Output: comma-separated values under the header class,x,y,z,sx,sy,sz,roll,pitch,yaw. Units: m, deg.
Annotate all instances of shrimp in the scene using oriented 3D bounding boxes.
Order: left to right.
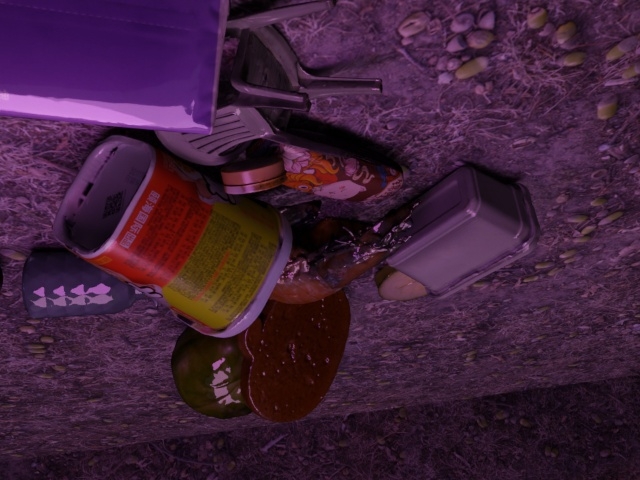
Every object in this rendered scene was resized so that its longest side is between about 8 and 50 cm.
class,x,y,z,sx,sy,sz,roll,pitch,yaw
shrimp,0.000,0.000,1.182,0.444,0.085,0.272,-26,128,30

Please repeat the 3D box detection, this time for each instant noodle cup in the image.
class,x,y,z,sx,sy,sz,roll,pitch,yaw
instant noodle cup,-0.253,-0.013,0.995,0.293,0.294,0.307,-25,143,26

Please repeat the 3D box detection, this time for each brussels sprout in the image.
class,x,y,z,sx,sy,sz,roll,pitch,yaw
brussels sprout,-0.228,0.322,1.608,0.354,0.281,0.290,-23,121,-13

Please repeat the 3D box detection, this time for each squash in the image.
class,x,y,z,sx,sy,sz,roll,pitch,yaw
squash,0.258,0.096,1.585,0.219,0.041,0.219,-10,148,-6

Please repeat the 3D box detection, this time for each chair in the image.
class,x,y,z,sx,sy,sz,roll,pitch,yaw
chair,-0.086,-0.206,0.842,0.274,0.191,0.203,8,160,33

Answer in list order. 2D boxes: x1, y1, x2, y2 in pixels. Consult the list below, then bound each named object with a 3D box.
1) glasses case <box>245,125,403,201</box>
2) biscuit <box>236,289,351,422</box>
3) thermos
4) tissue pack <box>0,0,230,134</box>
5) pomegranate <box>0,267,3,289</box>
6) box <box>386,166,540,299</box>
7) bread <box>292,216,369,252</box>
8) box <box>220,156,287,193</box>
class,x,y,z,sx,sy,sz,roll,pitch,yaw
glasses case,0.015,-0.134,1.070,0.320,0.082,0.122,12,155,-34
biscuit,-0.077,0.265,1.495,0.350,0.395,0.070,30,171,-39
thermos,-0.483,0.077,1.270,0.286,0.145,0.182,-3,116,-13
tissue pack,-0.271,-0.251,0.637,0.337,0.160,0.242,2,107,-17
pomegranate,-0.742,0.100,1.213,0.138,0.163,0.125,-6,141,42
box,0.287,-0.022,1.270,0.182,0.176,0.311,24,138,-31
bread,0.025,0.039,1.368,0.181,0.096,0.222,12,143,-35
box,-0.106,-0.105,0.929,0.105,0.105,0.037,-9,109,1
